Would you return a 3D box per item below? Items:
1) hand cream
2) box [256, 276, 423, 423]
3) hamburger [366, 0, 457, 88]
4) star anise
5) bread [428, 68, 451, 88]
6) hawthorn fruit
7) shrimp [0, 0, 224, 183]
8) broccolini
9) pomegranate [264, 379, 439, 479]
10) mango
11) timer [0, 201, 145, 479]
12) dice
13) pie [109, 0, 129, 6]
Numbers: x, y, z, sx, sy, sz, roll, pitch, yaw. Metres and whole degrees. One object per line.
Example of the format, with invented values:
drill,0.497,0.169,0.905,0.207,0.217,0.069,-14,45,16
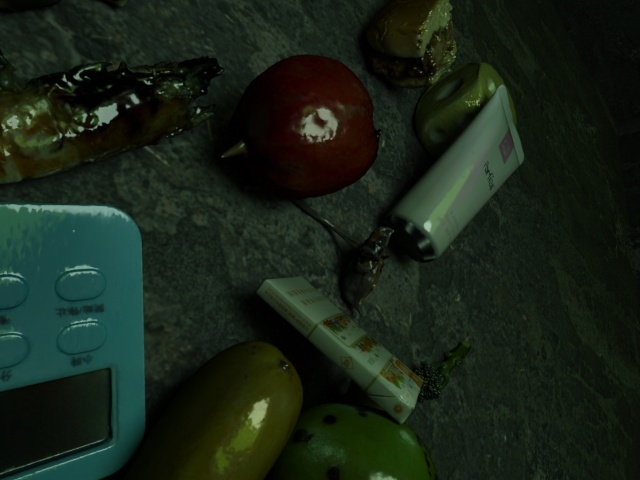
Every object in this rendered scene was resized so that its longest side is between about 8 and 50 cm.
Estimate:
hand cream,0.272,-0.113,0.811,0.359,0.118,0.186,-45,122,-15
box,0.029,0.124,0.539,0.220,0.032,0.122,38,8,17
hamburger,0.196,-0.430,0.891,0.282,0.245,0.155,59,-5,48
star anise,0.000,0.000,0.675,0.227,0.218,0.148,29,87,11
bread,0.312,-0.387,1.061,0.072,0.053,0.106,39,45,8
hawthorn fruit,-0.037,-0.141,0.571,0.251,0.189,0.190,-22,94,-38
shrimp,-0.272,-0.190,0.442,0.365,0.071,0.233,-35,97,-38
broccolini,0.234,0.232,0.817,0.216,0.058,0.067,-21,134,-52
pomegranate,0.038,0.301,0.509,0.286,0.230,0.231,11,67,-74
mango,-0.117,0.207,0.410,0.251,0.156,0.114,-46,107,-31
timer,-0.263,0.099,0.347,0.231,0.091,0.250,-4,84,-45
dice,0.326,-0.274,0.960,0.169,0.166,0.169,43,53,-27
pie,-0.302,-0.375,0.474,0.218,0.052,0.185,8,67,-44
